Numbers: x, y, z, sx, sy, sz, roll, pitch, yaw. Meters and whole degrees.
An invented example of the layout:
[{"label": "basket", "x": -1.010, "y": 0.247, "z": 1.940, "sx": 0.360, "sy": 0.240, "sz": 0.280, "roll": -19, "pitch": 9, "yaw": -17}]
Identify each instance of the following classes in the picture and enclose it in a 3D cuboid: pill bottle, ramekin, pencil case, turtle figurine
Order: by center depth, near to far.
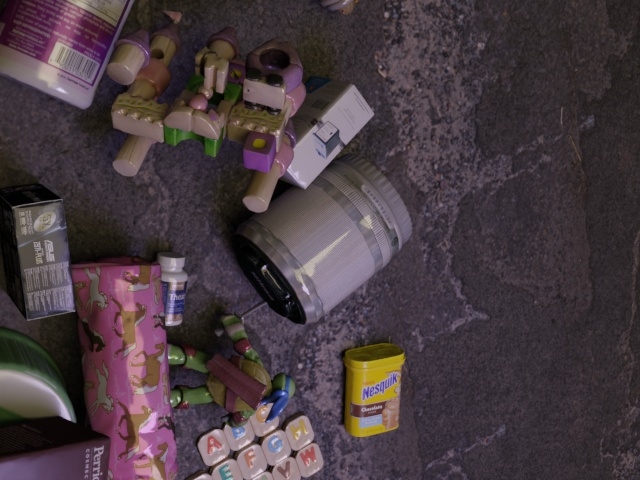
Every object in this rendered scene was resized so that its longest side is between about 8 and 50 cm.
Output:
[{"label": "pill bottle", "x": -0.367, "y": -0.363, "z": 1.326, "sx": 0.169, "sy": 0.169, "sz": 0.302, "roll": 23, "pitch": 90, "yaw": -33}, {"label": "ramekin", "x": -0.535, "y": 0.300, "z": 1.410, "sx": 0.303, "sy": 0.148, "sz": 0.304, "roll": -8, "pitch": 107, "yaw": -29}, {"label": "pencil case", "x": -0.324, "y": 0.219, "z": 1.460, "sx": 0.160, "sy": 0.167, "sz": 0.386, "roll": -6, "pitch": 90, "yaw": -10}, {"label": "pill bottle", "x": -0.268, "y": 0.083, "z": 1.560, "sx": 0.067, "sy": 0.067, "sz": 0.120, "roll": 2, "pitch": 102, "yaw": -31}, {"label": "turtle figurine", "x": -0.187, "y": 0.240, "z": 1.631, "sx": 0.266, "sy": 0.275, "sz": 0.198, "roll": 5, "pitch": 127, "yaw": -10}]

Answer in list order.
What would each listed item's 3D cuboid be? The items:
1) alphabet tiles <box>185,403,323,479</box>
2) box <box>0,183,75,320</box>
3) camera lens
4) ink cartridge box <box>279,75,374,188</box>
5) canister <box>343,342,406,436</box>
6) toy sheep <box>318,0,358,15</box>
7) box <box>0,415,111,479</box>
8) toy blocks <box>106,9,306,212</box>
[{"label": "alphabet tiles", "x": -0.128, "y": 0.464, "z": 1.772, "sx": 0.284, "sy": 0.021, "sz": 0.278, "roll": -27, "pitch": 114, "yaw": -22}, {"label": "box", "x": -0.445, "y": 0.014, "z": 1.389, "sx": 0.077, "sy": 0.147, "sz": 0.180, "roll": -11, "pitch": 107, "yaw": -28}, {"label": "camera lens", "x": 0.000, "y": 0.000, "z": 1.606, "sx": 0.274, "sy": 0.219, "sz": 0.219, "roll": -38, "pitch": 119, "yaw": -17}, {"label": "ink cartridge box", "x": -0.021, "y": -0.195, "z": 1.591, "sx": 0.191, "sy": 0.139, "sz": 0.082, "roll": -49, "pitch": 123, "yaw": -10}, {"label": "canister", "x": 0.109, "y": 0.309, "z": 1.840, "sx": 0.126, "sy": 0.073, "sz": 0.170, "roll": -8, "pitch": 108, "yaw": -29}, {"label": "toy sheep", "x": 0.021, "y": -0.457, "z": 1.579, "sx": 0.091, "sy": 0.091, "sz": 0.132, "roll": -44, "pitch": 120, "yaw": -14}, {"label": "box", "x": -0.482, "y": 0.370, "z": 1.213, "sx": 0.381, "sy": 0.143, "sz": 0.191, "roll": 0, "pitch": 96, "yaw": -53}, {"label": "toy blocks", "x": -0.158, "y": -0.253, "z": 1.383, "sx": 0.288, "sy": 0.309, "sz": 0.260, "roll": 16, "pitch": 56, "yaw": 4}]
